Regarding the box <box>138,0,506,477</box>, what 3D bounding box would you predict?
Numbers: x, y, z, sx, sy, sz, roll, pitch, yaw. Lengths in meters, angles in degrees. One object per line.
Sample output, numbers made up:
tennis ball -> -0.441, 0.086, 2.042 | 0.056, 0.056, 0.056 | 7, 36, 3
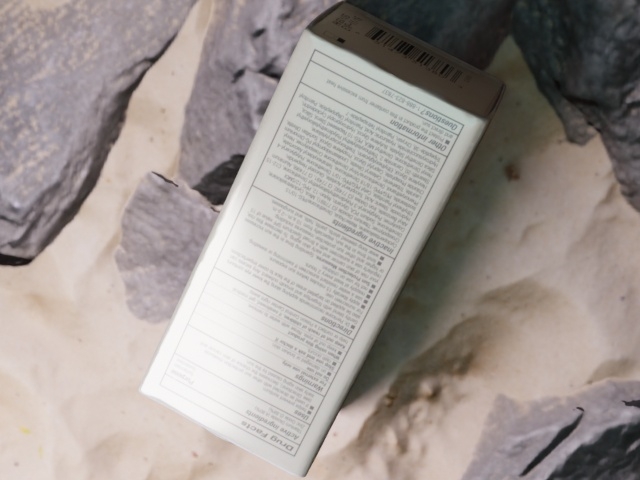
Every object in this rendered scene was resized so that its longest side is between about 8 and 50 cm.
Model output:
box -> 0.000, 0.000, 1.213 | 0.148, 0.121, 0.311 | 29, 112, 3
